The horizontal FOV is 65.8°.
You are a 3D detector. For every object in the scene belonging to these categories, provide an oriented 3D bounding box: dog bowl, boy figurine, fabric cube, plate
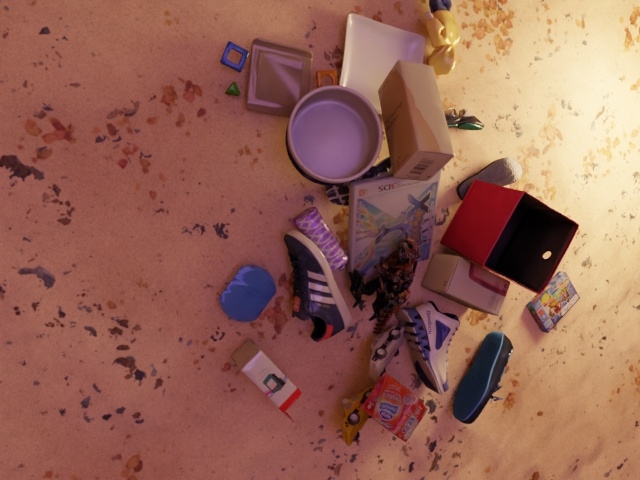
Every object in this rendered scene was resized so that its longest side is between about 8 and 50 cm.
[{"bbox_3d":[0.035,-0.289,1.388,0.264,0.104,0.265,0,89,-10],"label":"dog bowl"},{"bbox_3d":[0.389,-0.674,1.580,0.177,0.092,0.286,-17,104,-46],"label":"boy figurine"},{"bbox_3d":[0.599,-0.016,1.596,0.258,0.258,0.254,25,95,-21],"label":"fabric cube"},{"bbox_3d":[0.184,-0.525,1.533,0.277,0.045,0.278,7,91,-23],"label":"plate"}]

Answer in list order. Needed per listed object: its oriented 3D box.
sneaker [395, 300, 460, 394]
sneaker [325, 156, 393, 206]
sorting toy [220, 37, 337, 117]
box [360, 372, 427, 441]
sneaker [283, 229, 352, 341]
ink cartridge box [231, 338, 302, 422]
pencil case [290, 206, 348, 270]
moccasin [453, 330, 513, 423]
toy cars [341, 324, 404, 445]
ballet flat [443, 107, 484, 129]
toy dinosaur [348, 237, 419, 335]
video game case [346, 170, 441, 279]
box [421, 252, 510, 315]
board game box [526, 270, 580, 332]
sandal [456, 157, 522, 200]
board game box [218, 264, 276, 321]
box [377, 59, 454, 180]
[{"bbox_3d":[0.388,0.333,1.628,0.182,0.127,0.316,-24,101,-17],"label":"sneaker"},{"bbox_3d":[0.147,-0.170,1.508,0.275,0.110,0.107,-20,86,-9],"label":"sneaker"},{"bbox_3d":[-0.118,-0.457,1.417,0.347,0.047,0.196,5,96,-22],"label":"sorting toy"},{"bbox_3d":[0.230,0.514,1.510,0.128,0.122,0.257,-52,150,-11],"label":"box"},{"bbox_3d":[-0.039,0.143,1.440,0.148,0.131,0.350,-33,105,-21],"label":"sneaker"},{"bbox_3d":[-0.142,0.400,1.414,0.078,0.134,0.231,-44,108,-14],"label":"ink cartridge box"},{"bbox_3d":[0.000,0.000,1.474,0.088,0.086,0.206,-33,103,-4],"label":"pencil case"},{"bbox_3d":[0.586,0.487,1.715,0.116,0.137,0.342,37,81,-24],"label":"moccasin"},{"bbox_3d":[0.148,0.438,1.553,0.394,0.087,0.176,-66,153,-6],"label":"toy cars"},{"bbox_3d":[0.456,-0.404,1.639,0.203,0.074,0.074,-3,95,-20],"label":"ballet flat"},{"bbox_3d":[0.219,0.154,1.526,0.218,0.164,0.322,-9,100,-42],"label":"toy dinosaur"},{"bbox_3d":[0.222,-0.052,1.512,0.299,0.036,0.329,-14,125,-21],"label":"video game case"},{"bbox_3d":[0.481,0.144,1.641,0.232,0.148,0.127,25,84,-22],"label":"box"},{"bbox_3d":[0.881,0.231,1.869,0.201,0.035,0.136,-39,106,-15],"label":"board game box"},{"bbox_3d":[0.580,-0.216,1.716,0.254,0.054,0.097,-23,95,-9],"label":"sandal"},{"bbox_3d":[-0.211,0.151,1.427,0.133,0.033,0.169,38,85,-25],"label":"board game box"},{"bbox_3d":[0.266,-0.342,1.414,0.121,0.148,0.312,3,64,-20],"label":"box"}]
